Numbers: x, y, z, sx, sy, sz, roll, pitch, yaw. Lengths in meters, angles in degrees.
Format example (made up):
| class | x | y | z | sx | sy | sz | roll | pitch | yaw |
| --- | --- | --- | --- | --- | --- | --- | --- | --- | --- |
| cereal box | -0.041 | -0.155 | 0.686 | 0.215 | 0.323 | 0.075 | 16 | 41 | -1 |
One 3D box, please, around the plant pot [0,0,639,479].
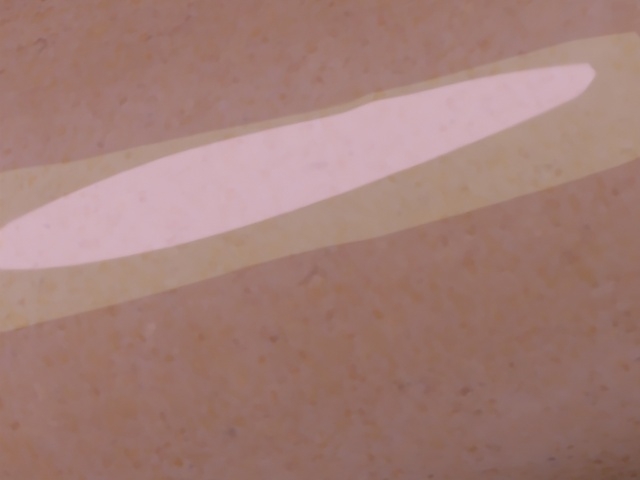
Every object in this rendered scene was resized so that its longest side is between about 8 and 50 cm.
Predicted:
| class | x | y | z | sx | sy | sz | roll | pitch | yaw |
| --- | --- | --- | --- | --- | --- | --- | --- | --- | --- |
| plant pot | 0.000 | 0.000 | 0.553 | 0.305 | 0.334 | 0.334 | -16 | 75 | 24 |
